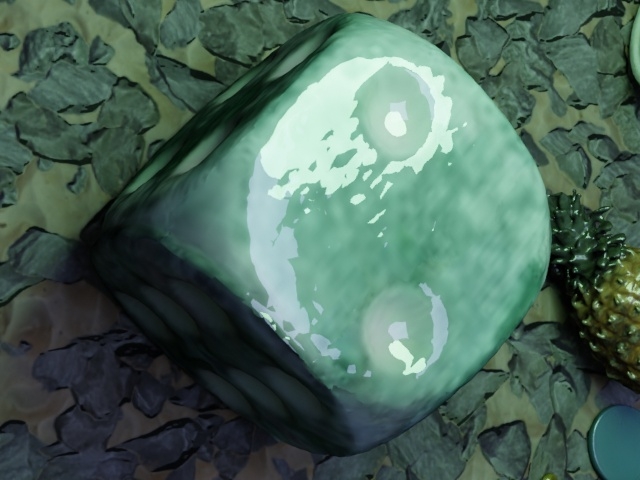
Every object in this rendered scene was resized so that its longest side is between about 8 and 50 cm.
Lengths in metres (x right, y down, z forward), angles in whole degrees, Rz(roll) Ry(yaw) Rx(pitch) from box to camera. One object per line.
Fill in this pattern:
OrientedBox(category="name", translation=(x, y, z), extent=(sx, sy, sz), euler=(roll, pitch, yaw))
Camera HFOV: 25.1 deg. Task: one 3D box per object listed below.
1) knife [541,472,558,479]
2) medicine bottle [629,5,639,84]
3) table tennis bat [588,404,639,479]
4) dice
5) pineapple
OrientedBox(category="knife", translation=(0.335, 0.391, 1.742), extent=(0.046, 0.022, 0.256), euler=(-31, 99, -32))
OrientedBox(category="medicine bottle", translation=(0.597, -0.222, 1.829), extent=(0.371, 0.211, 0.211), euler=(17, 78, -24))
OrientedBox(category="table tennis bat", translation=(0.391, 0.273, 1.784), extent=(0.155, 0.019, 0.100), euler=(49, 67, -12))
OrientedBox(category="dice", translation=(0.000, 0.000, 1.443), extent=(0.348, 0.328, 0.330), euler=(-45, 104, -23))
OrientedBox(category="pineapple", translation=(0.335, 0.046, 1.721), extent=(0.278, 0.158, 0.158), euler=(46, 67, -4))
